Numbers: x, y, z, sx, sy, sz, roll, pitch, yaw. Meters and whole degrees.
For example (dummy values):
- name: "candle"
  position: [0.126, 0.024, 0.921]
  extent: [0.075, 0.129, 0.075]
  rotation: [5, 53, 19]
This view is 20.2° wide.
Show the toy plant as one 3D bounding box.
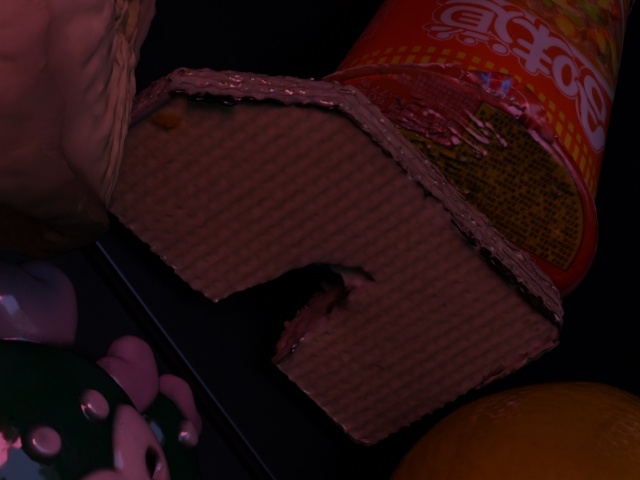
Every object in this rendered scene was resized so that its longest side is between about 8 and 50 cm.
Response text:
- name: "toy plant"
  position: [-0.123, 0.131, 0.815]
  extent: [0.243, 0.112, 0.233]
  rotation: [48, 39, -48]

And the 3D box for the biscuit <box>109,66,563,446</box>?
- name: "biscuit"
  position: [0.000, 0.000, 0.945]
  extent: [0.250, 0.147, 0.046]
  rotation: [43, 29, -23]

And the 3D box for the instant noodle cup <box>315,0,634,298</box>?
- name: "instant noodle cup"
  position: [0.095, -0.095, 1.029]
  extent: [0.193, 0.193, 0.212]
  rotation: [45, 48, -22]

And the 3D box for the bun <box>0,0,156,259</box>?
- name: "bun"
  position: [-0.163, -0.168, 0.748]
  extent: [0.202, 0.364, 0.364]
  rotation: [8, 71, -2]

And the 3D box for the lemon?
- name: "lemon"
  position: [0.127, 0.164, 0.982]
  extent: [0.248, 0.184, 0.184]
  rotation: [-35, 102, -50]
